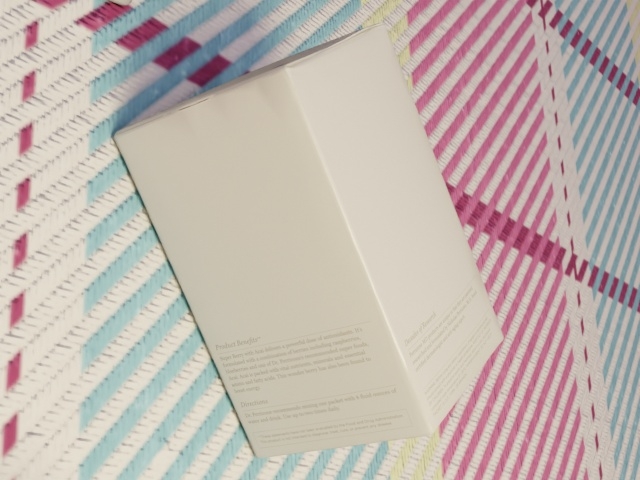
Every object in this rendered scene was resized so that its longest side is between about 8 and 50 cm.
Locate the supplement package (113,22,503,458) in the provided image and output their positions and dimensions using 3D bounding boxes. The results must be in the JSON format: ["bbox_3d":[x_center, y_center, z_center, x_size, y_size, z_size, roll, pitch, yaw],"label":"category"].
[{"bbox_3d":[0.000,0.000,0.857,0.175,0.177,0.293,-38,109,-54],"label":"supplement package"}]

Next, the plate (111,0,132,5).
[{"bbox_3d":[-0.232,-0.347,0.779,0.278,0.045,0.277,16,63,-52],"label":"plate"}]
